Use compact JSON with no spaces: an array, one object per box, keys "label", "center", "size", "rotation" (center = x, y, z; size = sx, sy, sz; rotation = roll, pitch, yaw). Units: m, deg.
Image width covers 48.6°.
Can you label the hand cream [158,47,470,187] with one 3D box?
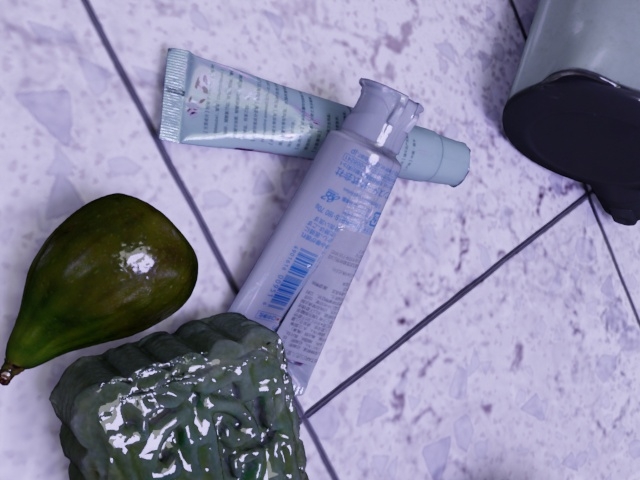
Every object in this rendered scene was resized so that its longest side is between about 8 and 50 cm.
[{"label":"hand cream","center":[0.008,-0.107,0.696],"size":[0.331,0.058,0.085],"rotation":[9,84,-30]}]

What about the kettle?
[{"label":"kettle","center":[0.397,-0.244,0.866],"size":[0.361,0.250,0.377],"rotation":[43,66,-53]}]

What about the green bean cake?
[{"label":"green bean cake","center":[-0.106,0.166,0.574],"size":[0.183,0.094,0.185],"rotation":[-15,102,-31]}]

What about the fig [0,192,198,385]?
[{"label":"fig","center":[-0.185,0.039,0.555],"size":[0.177,0.117,0.117],"rotation":[-35,105,-6]}]

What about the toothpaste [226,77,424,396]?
[{"label":"toothpaste","center":[0.000,0.000,0.656],"size":[0.114,0.073,0.299],"rotation":[24,96,-28]}]
